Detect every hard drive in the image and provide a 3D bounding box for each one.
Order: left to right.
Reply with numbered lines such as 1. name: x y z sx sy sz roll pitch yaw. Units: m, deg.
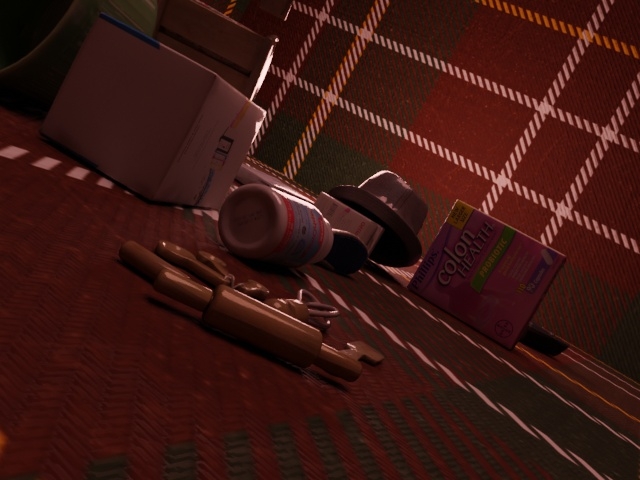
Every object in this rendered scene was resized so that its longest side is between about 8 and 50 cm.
1. hard drive: 0.502 0.211 1.661 0.172 0.054 0.255 26 7 -27

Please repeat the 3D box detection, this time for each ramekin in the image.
1. ramekin: -0.388 -0.335 0.939 0.303 0.303 0.148 33 0 31

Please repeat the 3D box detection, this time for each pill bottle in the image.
1. pill bottle: -0.046 -0.012 0.777 0.087 0.087 0.160 32 7 26

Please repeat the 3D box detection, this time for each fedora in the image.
1. fedora: 0.138 -0.060 1.389 0.244 0.124 0.275 39 -16 4

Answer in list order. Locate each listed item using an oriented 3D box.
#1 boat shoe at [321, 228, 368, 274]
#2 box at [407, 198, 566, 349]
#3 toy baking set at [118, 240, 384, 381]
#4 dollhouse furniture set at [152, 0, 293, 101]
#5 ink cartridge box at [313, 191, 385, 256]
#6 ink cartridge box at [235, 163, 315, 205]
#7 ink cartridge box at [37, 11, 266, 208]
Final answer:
1. boat shoe: 0.000 0.000 0.998 0.183 0.066 0.066 24 6 -42
2. box: 0.343 0.069 1.322 0.243 0.213 0.117 32 6 22
3. toy baking set: -0.038 0.053 0.532 0.256 0.030 0.197 28 6 -11
4. dollhouse furniture set: -0.233 -0.329 1.112 0.303 0.355 0.174 28 23 0
5. ink cartridge box: 0.051 -0.017 1.263 0.143 0.092 0.090 33 6 24
6. ink cartridge box: -0.151 -0.152 1.679 0.224 0.045 0.223 32 6 26
7. ink cartridge box: -0.205 -0.157 0.852 0.171 0.168 0.233 29 5 8
